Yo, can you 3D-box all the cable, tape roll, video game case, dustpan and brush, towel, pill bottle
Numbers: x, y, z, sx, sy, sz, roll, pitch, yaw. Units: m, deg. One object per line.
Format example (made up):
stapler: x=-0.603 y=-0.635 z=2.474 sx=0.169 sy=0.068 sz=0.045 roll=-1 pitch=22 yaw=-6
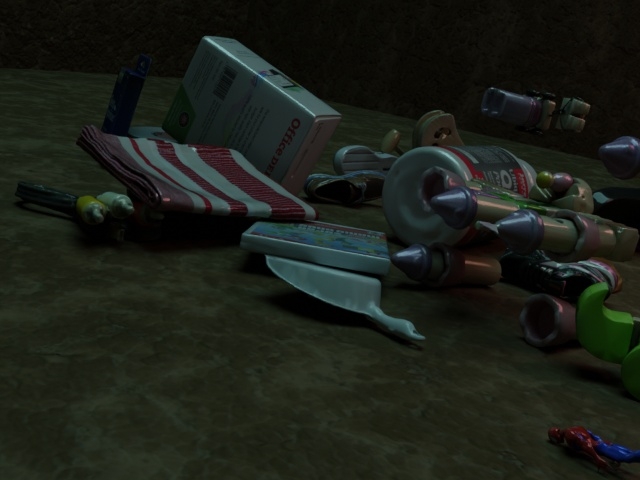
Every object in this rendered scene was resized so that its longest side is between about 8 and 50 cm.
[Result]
cable: x=-0.332 y=-0.058 z=1.231 sx=0.139 sy=0.072 sz=0.287 roll=1 pitch=17 yaw=-44
tape roll: x=-0.293 y=-0.178 z=1.731 sx=0.219 sy=0.072 sz=0.219 roll=10 pitch=14 yaw=-3
video game case: x=0.000 y=0.000 z=1.261 sx=0.204 sy=0.025 sz=0.285 roll=10 pitch=8 yaw=2
dustpan and brush: x=0.044 y=0.072 z=1.024 sx=0.211 sy=0.060 sz=0.147 roll=12 pitch=-1 yaw=40
towel: x=-0.182 y=-0.100 z=1.312 sx=0.329 sy=0.037 sz=0.237 roll=3 pitch=27 yaw=-48
pill bottle: x=0.266 y=-0.082 z=1.507 sx=0.176 sy=0.176 sz=0.318 roll=20 pitch=18 yaw=36

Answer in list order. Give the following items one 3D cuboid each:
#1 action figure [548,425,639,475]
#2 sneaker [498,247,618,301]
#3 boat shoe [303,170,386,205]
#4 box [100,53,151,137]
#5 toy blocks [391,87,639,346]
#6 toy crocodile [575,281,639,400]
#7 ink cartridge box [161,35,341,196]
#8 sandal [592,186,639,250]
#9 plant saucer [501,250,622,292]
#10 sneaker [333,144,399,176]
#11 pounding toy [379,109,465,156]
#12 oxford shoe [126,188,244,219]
action figure: x=0.255 y=0.187 z=0.747 sx=0.115 sy=0.030 sz=0.038 roll=15 pitch=9 yaw=39
sneaker: x=0.352 y=0.052 z=1.268 sx=0.178 sy=0.072 sz=0.077 roll=9 pitch=24 yaw=21
boat shoe: x=0.060 y=-0.098 z=1.683 sx=0.183 sy=0.066 sz=0.066 roll=-5 pitch=22 yaw=-14
box: x=-0.396 y=-0.264 z=1.682 sx=0.036 sy=0.225 sz=0.136 roll=17 pitch=9 yaw=-25
toy blocks: x=0.232 y=-0.052 z=1.092 sx=0.260 sy=0.309 sz=0.288 roll=8 pitch=12 yaw=-32
toy crocodile: x=0.441 y=0.136 z=0.913 sx=0.340 sy=0.105 sz=0.115 roll=17 pitch=16 yaw=26
ink cartridge box: x=-0.130 y=-0.219 z=1.568 sx=0.278 sy=0.201 sz=0.117 roll=38 pitch=24 yaw=18
sandal: x=0.675 y=-0.032 z=1.703 sx=0.445 sy=0.168 sz=0.107 roll=-8 pitch=47 yaw=-32
plant saucer: x=0.405 y=0.039 z=1.412 sx=0.200 sy=0.037 sz=0.200 roll=8 pitch=14 yaw=-2
sneaker: x=0.088 y=-0.167 z=1.937 sx=0.091 sy=0.094 sz=0.258 roll=8 pitch=2 yaw=32
pounding toy: x=0.289 y=-0.234 z=2.067 sx=0.269 sy=0.154 sz=0.155 roll=24 pitch=10 yaw=-17
oxford shoe: x=-0.207 y=-0.072 z=1.378 sx=0.212 sy=0.076 sz=0.076 roll=4 pitch=24 yaw=-23
